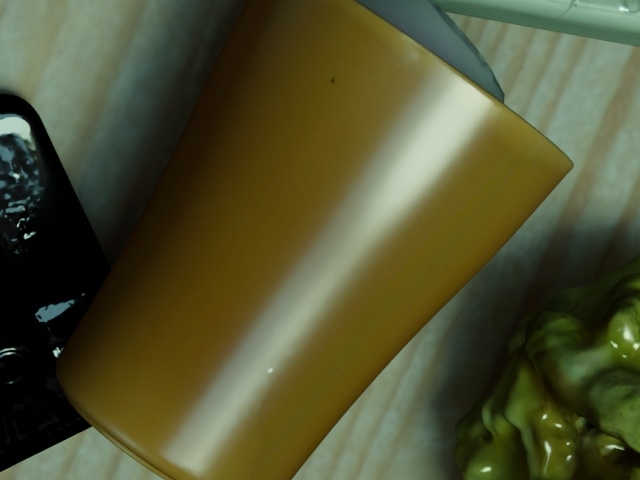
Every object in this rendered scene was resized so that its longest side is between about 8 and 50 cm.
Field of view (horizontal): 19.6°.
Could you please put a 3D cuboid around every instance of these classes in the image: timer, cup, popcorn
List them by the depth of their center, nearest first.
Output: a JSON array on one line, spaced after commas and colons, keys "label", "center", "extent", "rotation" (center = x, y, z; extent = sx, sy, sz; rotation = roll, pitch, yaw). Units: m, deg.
[{"label": "cup", "center": [0.000, 0.000, 0.945], "extent": [0.264, 0.182, 0.226], "rotation": [-55, 154, 3]}, {"label": "timer", "center": [-0.180, 0.032, 0.963], "extent": [0.144, 0.055, 0.187], "rotation": [-26, 117, -7]}, {"label": "popcorn", "center": [0.184, 0.120, 1.025], "extent": [0.259, 0.259, 0.212], "rotation": [-33, 81, -3]}]

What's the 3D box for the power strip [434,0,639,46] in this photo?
[{"label": "power strip", "center": [0.178, -0.155, 0.990], "extent": [0.338, 0.058, 0.098], "rotation": [8, 85, -21]}]
